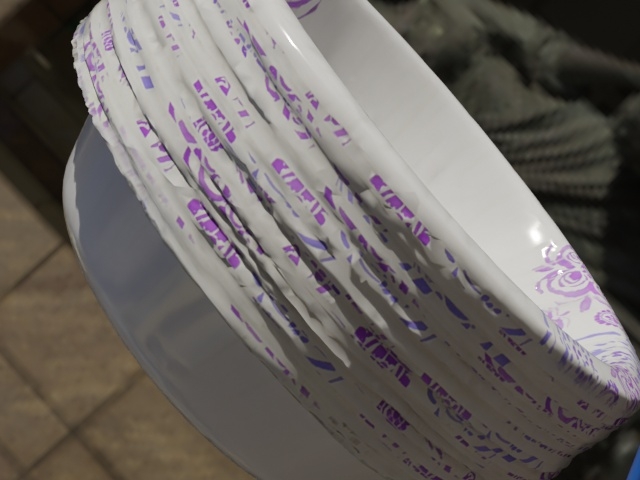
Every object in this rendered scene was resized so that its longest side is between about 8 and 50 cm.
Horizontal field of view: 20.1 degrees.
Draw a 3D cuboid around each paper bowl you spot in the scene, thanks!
[{"bbox_3d":[0.000,0.000,0.788,0.148,0.284,0.284,-38,-11,13],"label":"paper bowl"}]

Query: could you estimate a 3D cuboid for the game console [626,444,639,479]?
[{"bbox_3d":[0.274,0.170,1.049,0.250,0.173,0.293,-11,-59,-67],"label":"game console"}]
